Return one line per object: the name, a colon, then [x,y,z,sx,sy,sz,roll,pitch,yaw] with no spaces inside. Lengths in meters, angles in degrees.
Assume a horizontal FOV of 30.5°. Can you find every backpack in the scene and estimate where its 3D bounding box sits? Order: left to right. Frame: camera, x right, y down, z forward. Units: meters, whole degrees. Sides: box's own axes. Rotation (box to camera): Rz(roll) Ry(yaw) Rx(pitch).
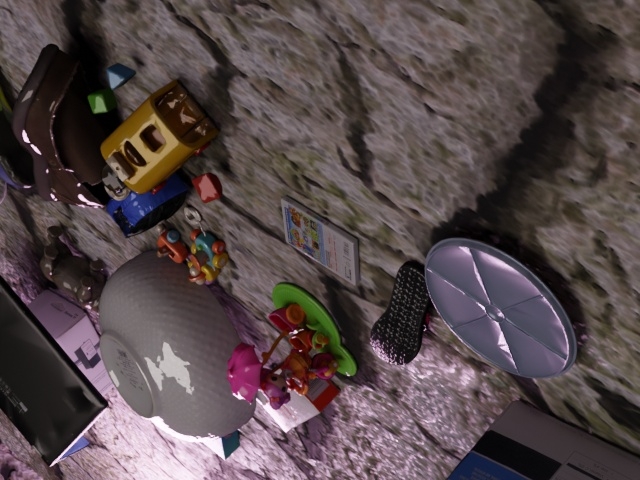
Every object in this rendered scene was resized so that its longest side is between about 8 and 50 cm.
backpack: [-0.256,-0.068,1.698,0.101,0.098,0.120,54,153,-4]

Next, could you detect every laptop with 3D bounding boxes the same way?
laptop: [-0.597,0.256,2.500,0.382,0.236,0.408,48,127,4]

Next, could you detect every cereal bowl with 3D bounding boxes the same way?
cereal bowl: [-0.262,0.193,1.936,0.339,0.141,0.339,38,145,34]

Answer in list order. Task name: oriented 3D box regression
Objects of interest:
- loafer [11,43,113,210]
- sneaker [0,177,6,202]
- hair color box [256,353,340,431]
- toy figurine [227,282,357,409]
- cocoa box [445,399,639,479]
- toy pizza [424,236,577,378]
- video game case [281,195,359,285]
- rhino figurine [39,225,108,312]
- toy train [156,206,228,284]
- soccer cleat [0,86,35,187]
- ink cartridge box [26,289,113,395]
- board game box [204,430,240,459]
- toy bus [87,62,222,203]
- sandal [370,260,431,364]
loafer: [-0.351,-0.158,1.715,0.130,0.133,0.366,19,158,4]
sneaker: [-0.659,-0.152,2.188,0.232,0.090,0.115,53,160,8]
hair color box: [-0.043,0.237,1.841,0.093,0.053,0.167,48,151,0]
toy figurine: [-0.056,0.175,1.665,0.173,0.159,0.130,51,152,-8]
cocoa box: [0.284,0.418,1.426,0.231,0.228,0.347,22,143,39]
toy pizza: [0.202,0.071,1.304,0.201,0.032,0.201,33,150,23]
video game case: [0.000,0.000,1.518,0.122,0.011,0.087,32,149,27]
rhino figurine: [-0.424,0.084,2.162,0.243,0.073,0.106,40,148,11]
toy train: [-0.205,0.016,1.790,0.125,0.046,0.166,48,153,-1]
soccer cleat: [-0.555,-0.210,1.945,0.121,0.093,0.289,19,141,53]
ink cartridge box: [-0.527,0.223,2.468,0.153,0.087,0.208,23,144,40]
board game box: [-0.228,0.301,2.191,0.160,0.047,0.210,33,149,26]
toy bus: [-0.234,-0.115,1.538,0.191,0.104,0.202,11,118,21]
sandal: [0.110,0.090,1.461,0.067,0.040,0.179,32,135,16]
